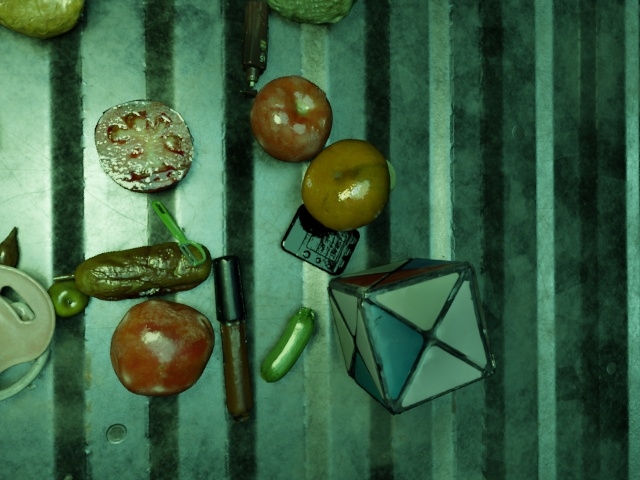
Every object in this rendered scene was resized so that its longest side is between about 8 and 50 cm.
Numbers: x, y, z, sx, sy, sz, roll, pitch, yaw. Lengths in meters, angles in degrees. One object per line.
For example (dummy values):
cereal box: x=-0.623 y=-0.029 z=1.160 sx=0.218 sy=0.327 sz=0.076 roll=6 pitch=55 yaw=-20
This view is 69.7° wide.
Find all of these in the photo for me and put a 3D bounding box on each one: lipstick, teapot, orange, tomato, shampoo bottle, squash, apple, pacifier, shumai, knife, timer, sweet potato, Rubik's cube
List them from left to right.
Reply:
pacifier: x=-0.711 y=0.198 z=0.918 sx=0.332 sy=0.273 sz=0.220 roll=-36 pitch=67 yaw=-14
sweet potato: x=-0.692 y=0.024 z=1.014 sx=0.049 sy=0.049 sz=0.117 roll=16 pitch=78 yaw=-18
teapot: x=-0.617 y=-0.555 z=0.984 sx=0.311 sy=0.167 sz=0.203 roll=-43 pitch=137 yaw=-13
apple: x=-0.569 y=0.130 z=1.037 sx=0.089 sy=0.074 sz=0.090 roll=-8 pitch=104 yaw=-37
tomato: x=-0.412 y=-0.218 z=1.085 sx=0.225 sy=0.085 sz=0.225 roll=1 pitch=87 yaw=-17
tomato: x=-0.362 y=0.248 z=1.047 sx=0.232 sy=0.188 sz=0.232 roll=0 pitch=90 yaw=-16
knife: x=-0.336 y=-0.024 z=1.096 sx=0.054 sy=0.015 sz=0.212 roll=-26 pitch=65 yaw=-40
lipstick: x=-0.218 y=0.247 z=1.155 sx=0.077 sy=0.077 sz=0.418 roll=-5 pitch=92 yaw=-19
shampoo bottle: x=-0.170 y=-0.486 z=1.175 sx=0.068 sy=0.067 sz=0.236 roll=3 pitch=89 yaw=-28
squash: x=-0.080 y=0.275 z=1.204 sx=0.077 sy=0.068 sz=0.219 roll=33 pitch=79 yaw=-11
tomato: x=-0.073 y=-0.299 z=1.146 sx=0.208 sy=0.184 sz=0.208 roll=3 pitch=83 yaw=-22
shumai: x=-0.029 y=-0.743 z=1.146 sx=0.304 sy=0.309 sz=0.263 roll=12 pitch=62 yaw=-10
timer: x=0.000 y=0.000 z=1.243 sx=0.187 sy=0.055 sz=0.144 roll=29 pitch=79 yaw=-12
orange: x=0.069 y=-0.137 z=1.160 sx=0.240 sy=0.240 sz=0.171 roll=-62 pitch=145 yaw=-9
Rubik's cube: x=0.220 y=0.226 z=1.182 sx=0.307 sy=0.305 sz=0.310 roll=-15 pitch=95 yaw=-17

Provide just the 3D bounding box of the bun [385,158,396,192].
bun: x=0.157 y=-0.176 z=1.285 sx=0.115 sy=0.069 sz=0.115 roll=9 pitch=75 yaw=-37

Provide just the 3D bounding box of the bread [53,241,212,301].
bread: x=-0.419 y=0.069 z=1.058 sx=0.344 sy=0.084 sz=0.124 roll=-6 pitch=76 yaw=-27
